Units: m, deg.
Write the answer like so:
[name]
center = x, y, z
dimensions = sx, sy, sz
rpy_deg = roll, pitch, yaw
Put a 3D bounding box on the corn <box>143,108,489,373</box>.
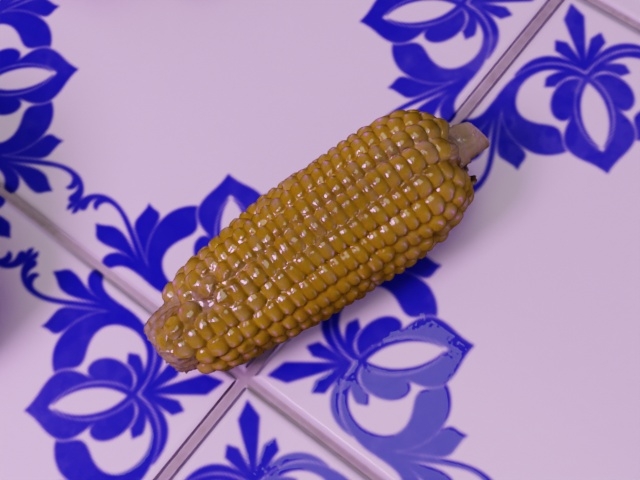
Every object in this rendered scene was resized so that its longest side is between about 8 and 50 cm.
[corn]
center = 0.000, 0.000, 1.152
dimensions = 0.347, 0.130, 0.130
rpy_deg = -34, 66, -6
